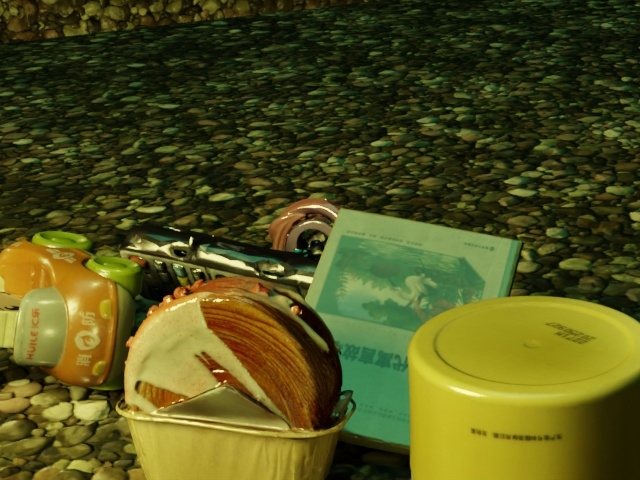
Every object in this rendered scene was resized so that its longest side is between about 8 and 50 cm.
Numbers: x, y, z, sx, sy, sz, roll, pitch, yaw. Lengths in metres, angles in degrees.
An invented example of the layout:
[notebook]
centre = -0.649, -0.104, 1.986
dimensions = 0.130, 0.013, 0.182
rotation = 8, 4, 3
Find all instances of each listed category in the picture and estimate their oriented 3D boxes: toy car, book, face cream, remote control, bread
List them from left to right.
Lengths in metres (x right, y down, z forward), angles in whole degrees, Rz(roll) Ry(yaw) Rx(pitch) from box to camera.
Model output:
[toy car]
centre = -0.329, 0.081, 1.555
dimensions = 0.235, 0.145, 0.235
rotation = 8, 12, -2
[bread]
centre = -0.083, 0.142, 1.321
dimensions = 0.224, 0.211, 0.142
rotation = 4, 17, 16
[remote control]
centre = -0.034, 0.053, 1.596
dimensions = 0.399, 0.144, 0.062
rotation = 12, 60, 15
[book]
centre = 0.081, 0.092, 1.461
dimensions = 0.215, 0.025, 0.282
rotation = 10, 53, 12
[face cream]
centre = 0.187, 0.170, 1.236
dimensions = 0.218, 0.179, 0.218
rotation = -3, 20, 1

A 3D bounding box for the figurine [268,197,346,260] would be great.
[figurine]
centre = -0.006, 0.007, 1.845
dimensions = 0.114, 0.126, 0.157
rotation = -49, 0, -5
